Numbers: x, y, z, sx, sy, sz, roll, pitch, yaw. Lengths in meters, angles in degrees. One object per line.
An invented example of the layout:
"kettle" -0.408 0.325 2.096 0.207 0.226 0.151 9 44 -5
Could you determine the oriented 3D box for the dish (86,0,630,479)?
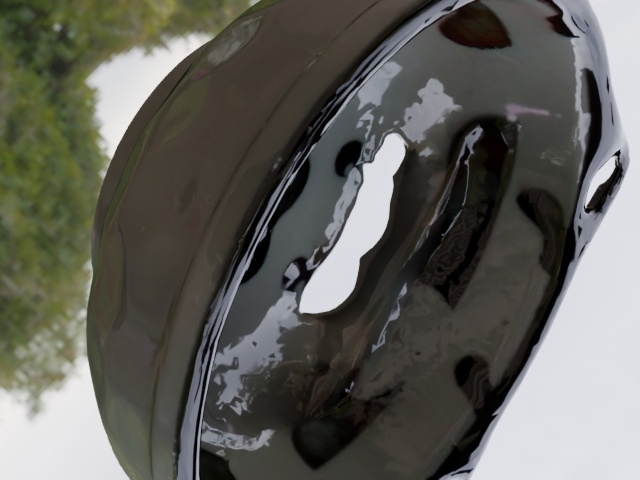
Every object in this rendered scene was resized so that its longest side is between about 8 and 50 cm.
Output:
"dish" 0.000 0.000 0.659 0.120 0.303 0.303 28 -113 29
